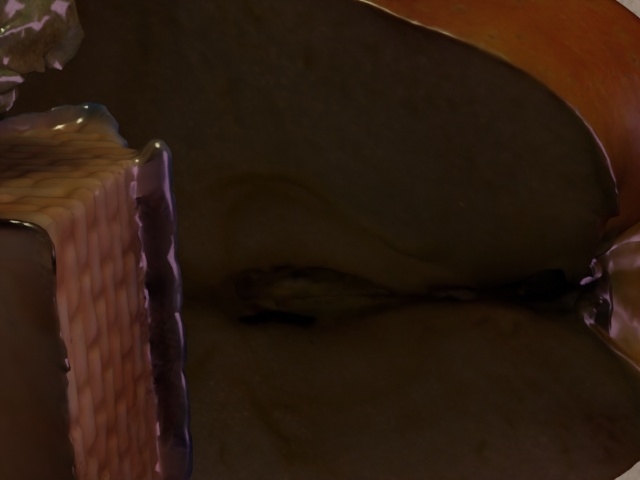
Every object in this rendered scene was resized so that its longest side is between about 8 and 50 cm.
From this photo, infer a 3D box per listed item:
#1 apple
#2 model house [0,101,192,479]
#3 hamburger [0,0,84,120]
[{"bbox_3d":[0.000,0.000,0.899,0.329,0.365,0.295,22,69,-64],"label":"apple"},{"bbox_3d":[-0.139,0.037,0.676,0.172,0.183,0.166,-56,146,-64],"label":"model house"},{"bbox_3d":[-0.169,-0.134,0.597,0.183,0.130,0.206,-13,111,-46],"label":"hamburger"}]
